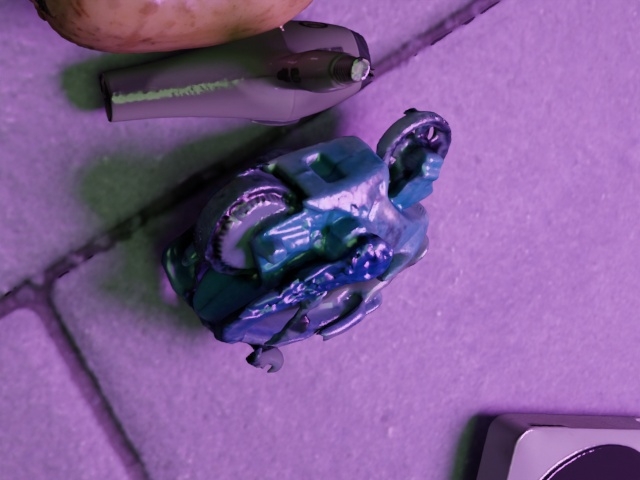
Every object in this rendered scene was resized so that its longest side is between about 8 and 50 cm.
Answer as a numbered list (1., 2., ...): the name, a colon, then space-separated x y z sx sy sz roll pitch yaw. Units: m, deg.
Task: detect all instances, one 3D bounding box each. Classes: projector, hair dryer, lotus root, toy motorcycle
1. projector: 0.261 0.313 1.364 0.257 0.079 0.259 7 99 -32
2. hair dryer: -0.068 -0.122 0.991 0.219 0.225 0.088 -9 101 3
3. lotus root: -0.102 -0.223 0.952 0.284 0.146 0.160 -17 74 -24
4. toy motorcycle: 0.000 0.000 1.093 0.260 0.154 0.206 -22 137 -29
